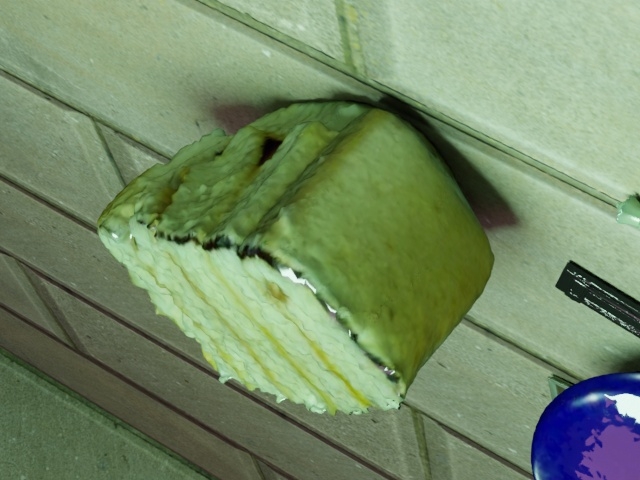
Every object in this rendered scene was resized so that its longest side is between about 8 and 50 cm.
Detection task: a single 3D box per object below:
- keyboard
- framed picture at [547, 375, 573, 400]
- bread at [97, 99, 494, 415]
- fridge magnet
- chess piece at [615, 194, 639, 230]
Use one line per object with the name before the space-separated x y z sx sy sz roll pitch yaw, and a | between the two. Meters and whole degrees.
keyboard | 0.319 0.085 1.569 0.204 0.013 0.061 31 162 9
framed picture | 0.345 0.220 1.865 0.183 0.011 0.142 26 160 25
bread | 0.007 -0.003 1.532 0.395 0.264 0.239 4 133 57
fridge magnet | 0.342 0.234 1.647 0.265 0.113 0.265 15 132 17
chess piece | 0.285 -0.008 1.357 0.093 0.042 0.042 33 163 26
